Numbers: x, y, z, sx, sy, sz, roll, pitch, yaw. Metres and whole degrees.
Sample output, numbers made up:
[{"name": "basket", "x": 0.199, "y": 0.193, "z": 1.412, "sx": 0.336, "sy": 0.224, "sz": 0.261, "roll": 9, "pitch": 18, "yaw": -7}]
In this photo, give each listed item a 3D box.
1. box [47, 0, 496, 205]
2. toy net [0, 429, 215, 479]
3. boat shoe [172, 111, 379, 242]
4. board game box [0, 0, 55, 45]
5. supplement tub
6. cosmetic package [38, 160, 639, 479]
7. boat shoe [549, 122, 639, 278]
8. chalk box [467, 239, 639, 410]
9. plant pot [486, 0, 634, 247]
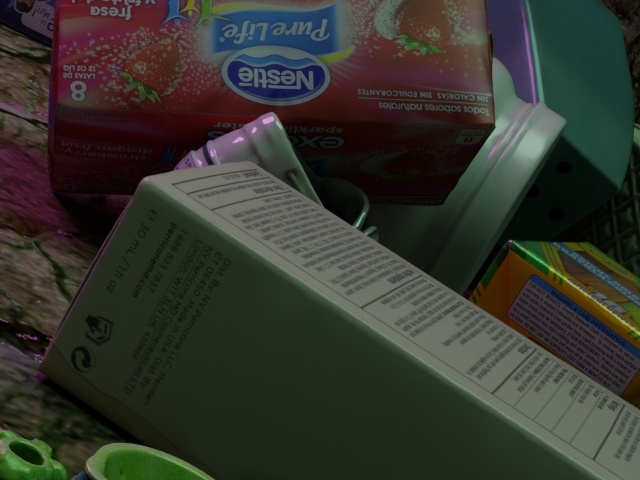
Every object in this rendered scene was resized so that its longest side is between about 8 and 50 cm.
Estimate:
[{"name": "box", "x": -0.034, "y": -0.101, "z": 1.019, "sx": 0.257, "sy": 0.122, "sz": 0.128, "roll": 2, "pitch": -21, "yaw": -10}, {"name": "toy net", "x": -0.117, "y": 0.101, "z": 0.570, "sx": 0.122, "sy": 0.045, "sz": 0.232, "roll": 35, "pitch": 15, "yaw": 17}, {"name": "boat shoe", "x": 0.000, "y": 0.000, "z": 0.991, "sx": 0.083, "sy": 0.076, "sz": 0.226, "roll": 61, "pitch": 10, "yaw": 30}, {"name": "board game box", "x": -0.208, "y": -0.227, "z": 1.356, "sx": 0.201, "sy": 0.136, "sz": 0.035, "roll": 26, "pitch": 15, "yaw": -22}, {"name": "supplement tub", "x": 0.016, "y": -0.084, "z": 1.198, "sx": 0.272, "sy": 0.191, "sz": 0.191, "roll": 32, "pitch": 14, "yaw": 7}, {"name": "cosmetic package", "x": 0.041, "y": 0.089, "z": 0.804, "sx": 0.309, "sy": 0.113, "sz": 0.160, "roll": 34, "pitch": 14, "yaw": 12}, {"name": "boat shoe", "x": 0.257, "y": -0.017, "z": 1.496, "sx": 0.156, "sy": 0.186, "sz": 0.500, "roll": 18, "pitch": 12, "yaw": -22}, {"name": "chalk box", "x": 0.164, "y": 0.087, "z": 1.023, "sx": 0.132, "sy": 0.132, "sz": 0.213, "roll": 36, "pitch": 15, "yaw": 20}, {"name": "plant pot", "x": 0.157, "y": -0.113, "z": 1.381, "sx": 0.165, "sy": 0.166, "sz": 0.234, "roll": 38, "pitch": 28, "yaw": -31}]
